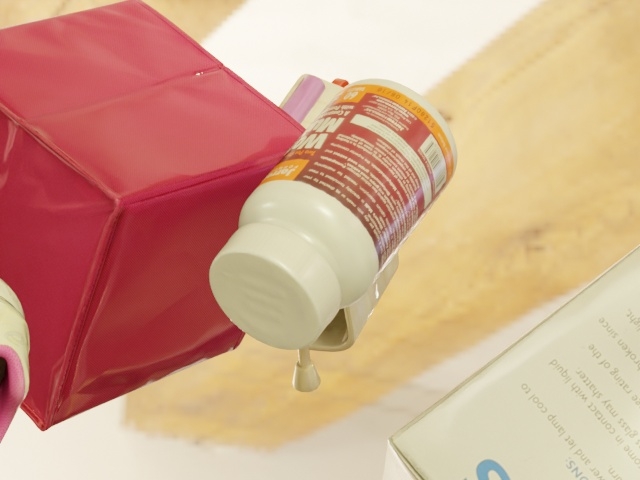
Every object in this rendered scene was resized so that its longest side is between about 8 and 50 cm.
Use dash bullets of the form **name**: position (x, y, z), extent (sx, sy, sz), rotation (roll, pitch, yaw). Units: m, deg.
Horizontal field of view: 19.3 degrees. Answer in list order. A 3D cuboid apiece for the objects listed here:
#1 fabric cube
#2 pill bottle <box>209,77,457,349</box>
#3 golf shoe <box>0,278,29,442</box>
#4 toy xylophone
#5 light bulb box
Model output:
- **fabric cube**: position (-0.203, -0.031, 1.675), extent (0.258, 0.259, 0.254), rotation (-20, -38, -49)
- **pill bottle**: position (0.010, -0.022, 1.503), extent (0.121, 0.221, 0.121), rotation (22, -41, 21)
- **golf shoe**: position (-0.286, 0.152, 1.148), extent (0.115, 0.306, 0.140), rotation (36, -2, -27)
- **toy xylophone**: position (0.000, 0.000, 1.897), extent (0.081, 0.236, 0.323), rotation (15, -48, 22)
- **light bulb box**: position (0.250, 0.141, 1.361), extent (0.361, 0.225, 0.358), rotation (-38, -11, -8)
